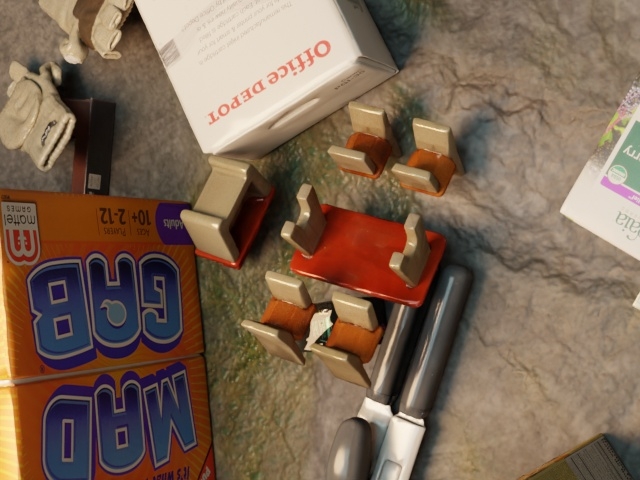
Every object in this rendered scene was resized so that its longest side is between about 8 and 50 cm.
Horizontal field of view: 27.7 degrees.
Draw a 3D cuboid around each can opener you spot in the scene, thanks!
[{"bbox_3d":[0.076,0.154,1.333,0.076,0.095,0.283,20,98,23],"label":"can opener"}]

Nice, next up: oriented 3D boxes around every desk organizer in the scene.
[{"bbox_3d":[-0.280,-0.102,1.530,0.050,0.047,0.130,5,91,27],"label":"desk organizer"}]

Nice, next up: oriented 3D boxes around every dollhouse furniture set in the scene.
[{"bbox_3d":[0.000,0.000,1.339,0.259,0.135,0.262,16,70,24],"label":"dollhouse furniture set"}]

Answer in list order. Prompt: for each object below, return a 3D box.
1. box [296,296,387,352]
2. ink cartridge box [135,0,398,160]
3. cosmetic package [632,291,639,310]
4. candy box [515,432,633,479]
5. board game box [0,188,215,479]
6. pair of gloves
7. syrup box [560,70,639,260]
[{"bbox_3d":[0.022,0.089,1.378,0.083,0.062,0.052,-10,84,24],"label":"box"},{"bbox_3d":[-0.075,-0.254,1.397,0.207,0.117,0.283,-30,77,21],"label":"ink cartridge box"},{"bbox_3d":[0.362,0.067,1.231,0.115,0.041,0.060,34,103,21],"label":"cosmetic package"},{"bbox_3d":[0.167,0.272,1.167,0.183,0.316,0.087,-36,76,20],"label":"candy box"},{"bbox_3d":[-0.363,0.147,1.393,0.356,0.356,0.356,-7,87,24],"label":"board game box"},{"bbox_3d":[-0.294,-0.207,1.498,0.204,0.042,0.240,28,93,51],"label":"pair of gloves"},{"bbox_3d":[0.331,-0.102,1.219,0.093,0.096,0.237,33,102,21],"label":"syrup box"}]
